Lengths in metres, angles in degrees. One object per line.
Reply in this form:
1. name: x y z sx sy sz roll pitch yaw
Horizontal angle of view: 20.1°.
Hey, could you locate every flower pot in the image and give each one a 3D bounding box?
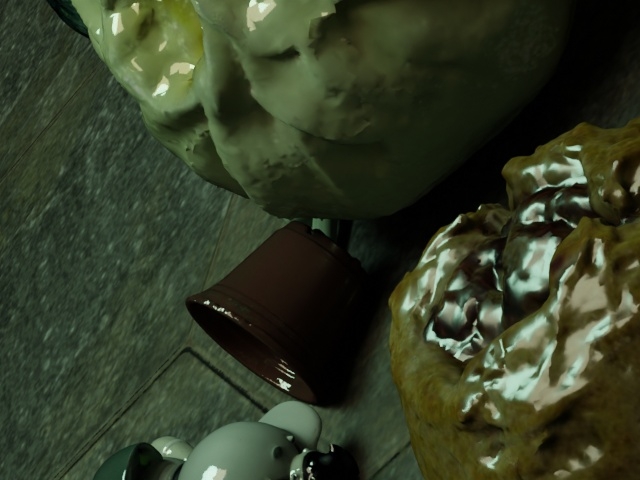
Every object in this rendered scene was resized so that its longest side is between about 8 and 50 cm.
1. flower pot: -0.019 0.040 1.188 0.089 0.111 0.111 -52 24 -15

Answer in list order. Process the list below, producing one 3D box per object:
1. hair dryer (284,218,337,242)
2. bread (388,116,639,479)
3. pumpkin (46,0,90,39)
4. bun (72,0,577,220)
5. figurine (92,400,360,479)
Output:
1. hair dryer: 0.000 0.000 1.273 0.063 0.038 0.124 -36 42 42
2. bread: 0.122 0.044 0.843 0.230 0.123 0.230 -44 30 33
3. pumpkin: -0.155 -0.324 1.605 0.315 0.238 0.315 -165 90 -83
4. bun: -0.018 -0.190 1.131 0.365 0.365 0.219 -38 -11 36
5. figurine: -0.059 0.165 1.100 0.192 0.126 0.147 -18 35 31
